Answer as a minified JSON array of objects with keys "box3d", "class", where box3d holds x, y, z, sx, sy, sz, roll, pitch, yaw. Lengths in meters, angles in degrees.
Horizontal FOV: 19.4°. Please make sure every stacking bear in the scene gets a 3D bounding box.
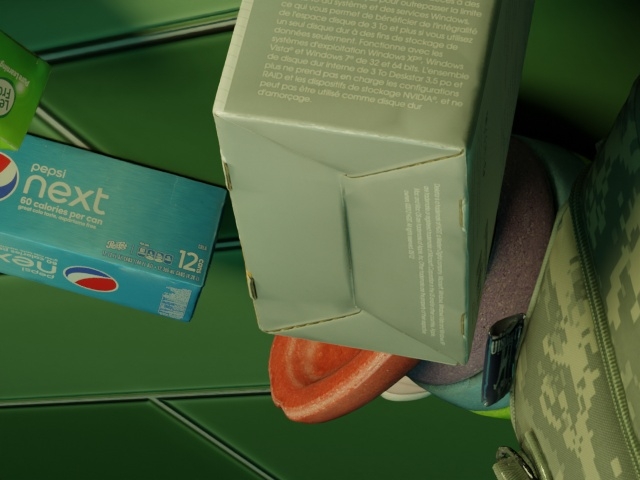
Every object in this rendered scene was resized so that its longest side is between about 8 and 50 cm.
[{"box3d":[0.133,0.034,1.045,0.289,0.175,0.164,20,145,-33],"class":"stacking bear"}]

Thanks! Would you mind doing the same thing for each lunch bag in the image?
[{"box3d":[0.248,0.047,0.859,0.305,0.212,0.256,-8,152,-13],"class":"lunch bag"}]

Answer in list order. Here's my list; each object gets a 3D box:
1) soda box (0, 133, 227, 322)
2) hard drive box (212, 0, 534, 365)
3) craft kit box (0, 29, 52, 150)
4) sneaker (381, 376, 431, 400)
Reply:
[{"box3d":[-0.169,-0.017,1.168,0.210,0.071,0.067,16,155,-5],"class":"soda box"},{"box3d":[0.035,-0.095,0.726,0.089,0.232,0.181,10,154,8],"class":"hard drive box"},{"box3d":[-0.302,-0.128,0.921,0.250,0.061,0.246,9,165,36],"class":"craft kit box"},{"box3d":[0.031,0.077,1.287,0.134,0.051,0.070,15,150,-14],"class":"sneaker"}]
